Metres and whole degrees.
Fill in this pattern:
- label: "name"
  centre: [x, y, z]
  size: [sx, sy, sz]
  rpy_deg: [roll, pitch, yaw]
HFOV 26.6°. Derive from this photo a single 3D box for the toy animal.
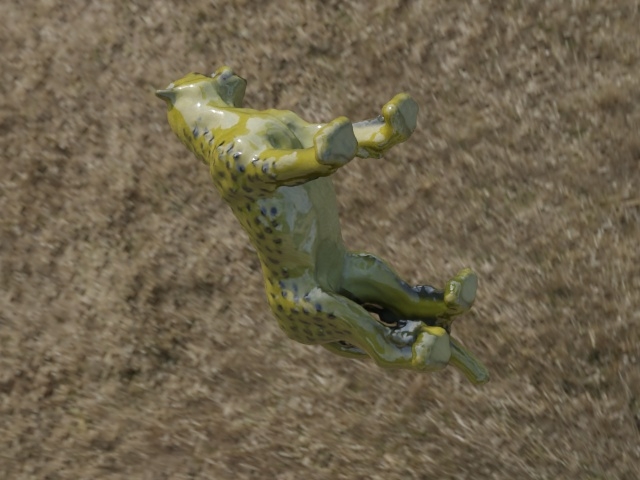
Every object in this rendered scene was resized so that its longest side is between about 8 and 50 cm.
- label: "toy animal"
  centre: [0.000, 0.000, 0.663]
  size: [0.136, 0.181, 0.073]
  rpy_deg: [1, 36, 43]
